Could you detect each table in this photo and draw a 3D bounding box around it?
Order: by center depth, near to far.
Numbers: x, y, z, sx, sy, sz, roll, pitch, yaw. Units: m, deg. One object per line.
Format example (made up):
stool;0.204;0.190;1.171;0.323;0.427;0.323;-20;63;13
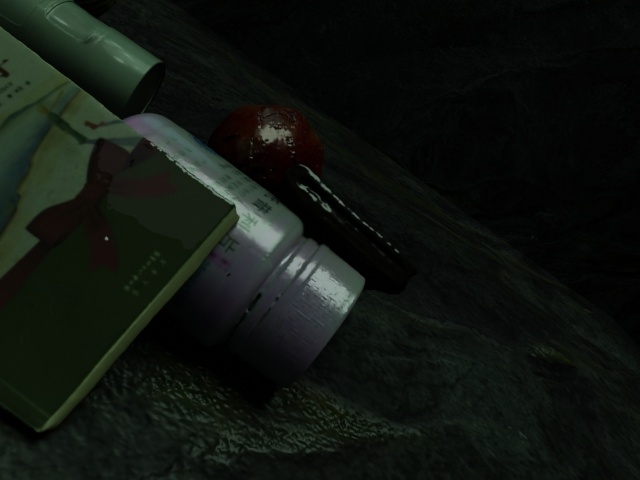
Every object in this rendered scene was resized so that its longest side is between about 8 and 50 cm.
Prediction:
table;-0.355;-0.268;0.674;0.220;0.126;0.126;33;20;-12

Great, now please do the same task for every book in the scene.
book;-0.228;-0.037;0.327;0.290;0.201;0.026;36;-24;-1

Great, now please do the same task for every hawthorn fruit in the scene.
hawthorn fruit;-0.088;-0.125;0.728;0.181;0.181;0.235;36;20;-3

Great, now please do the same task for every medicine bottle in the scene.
medicine bottle;-0.096;0.011;0.439;0.255;0.152;0.152;35;20;1

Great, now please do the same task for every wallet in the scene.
wallet;0.000;0.000;0.570;0.165;0.042;0.309;46;-11;-6

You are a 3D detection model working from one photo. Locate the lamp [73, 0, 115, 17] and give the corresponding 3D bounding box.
lamp;-0.499;-0.523;0.879;0.250;0.250;0.284;27;-19;-24
